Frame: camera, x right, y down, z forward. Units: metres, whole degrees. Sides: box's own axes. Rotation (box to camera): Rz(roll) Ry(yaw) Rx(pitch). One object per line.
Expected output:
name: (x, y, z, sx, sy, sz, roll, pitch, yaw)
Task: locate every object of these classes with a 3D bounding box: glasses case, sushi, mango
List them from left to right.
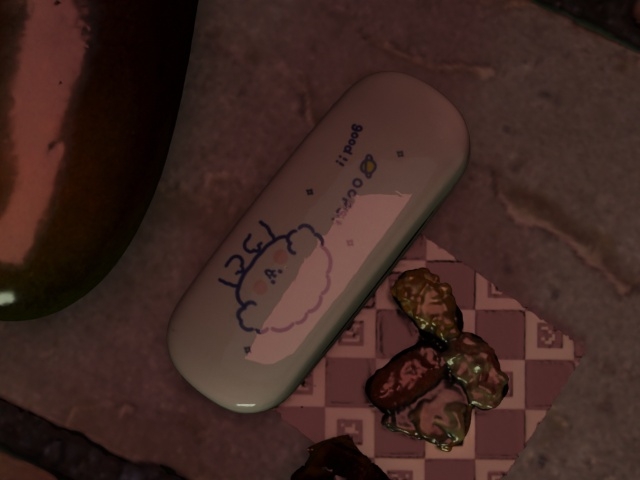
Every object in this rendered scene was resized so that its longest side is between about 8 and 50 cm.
mango: (-0.133, -0.090, 0.787, 0.133, 0.111, 0.267, 16, 78, -21)
glasses case: (0.000, 0.000, 0.809, 0.076, 0.049, 0.197, 38, 84, 13)
sushi: (0.058, 0.074, 0.814, 0.120, 0.026, 0.126, 35, 84, 2)

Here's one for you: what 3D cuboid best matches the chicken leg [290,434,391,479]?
chicken leg: (-0.102, 0.261, 0.755, 0.158, 0.096, 0.407, 28, 80, -2)
